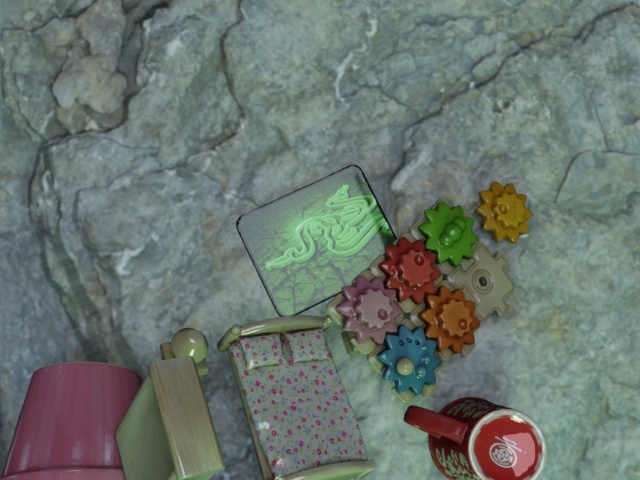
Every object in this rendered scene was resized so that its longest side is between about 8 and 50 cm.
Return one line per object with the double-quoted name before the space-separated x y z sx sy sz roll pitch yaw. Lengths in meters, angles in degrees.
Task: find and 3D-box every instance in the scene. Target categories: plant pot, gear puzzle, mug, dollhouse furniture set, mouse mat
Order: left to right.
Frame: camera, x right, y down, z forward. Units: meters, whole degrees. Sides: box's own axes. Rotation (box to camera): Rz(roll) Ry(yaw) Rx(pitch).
"plant pot" -0.276 0.246 1.011 0.201 0.201 0.180 -1 64 -5
"dollhouse furniture set" -0.017 0.207 0.934 0.356 0.174 0.303 -5 61 -29
"mouse mat" 0.000 0.000 1.157 0.190 0.007 0.152 -26 83 -9
"gear puzzle" 0.174 0.043 1.104 0.339 0.044 0.175 -41 96 -27
"mug" 0.184 0.249 1.045 0.150 0.169 0.113 -5 81 -6
